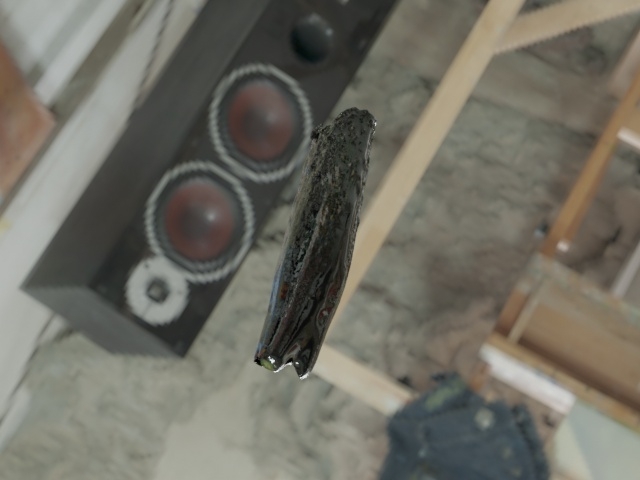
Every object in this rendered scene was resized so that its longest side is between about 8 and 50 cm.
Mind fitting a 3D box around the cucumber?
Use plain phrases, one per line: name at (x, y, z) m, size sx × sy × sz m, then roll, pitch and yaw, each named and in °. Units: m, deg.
cucumber at (0.001, -0.001, 0.717) m, size 0.033 × 0.135 × 0.034 m, roll 21°, pitch 151°, yaw -16°
